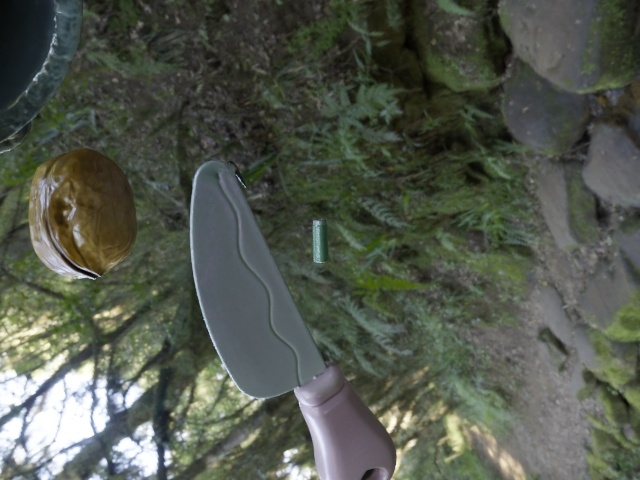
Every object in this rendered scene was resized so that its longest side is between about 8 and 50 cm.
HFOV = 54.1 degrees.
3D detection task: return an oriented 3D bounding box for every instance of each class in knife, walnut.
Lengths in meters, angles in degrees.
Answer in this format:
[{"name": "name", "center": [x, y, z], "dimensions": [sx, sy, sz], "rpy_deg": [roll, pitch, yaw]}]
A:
[{"name": "knife", "center": [-0.026, 0.090, 0.474], "dimensions": [0.043, 0.081, 0.335], "rpy_deg": [33, 155, 57]}, {"name": "walnut", "center": [-0.328, -0.033, 0.863], "dimensions": [0.144, 0.144, 0.180], "rpy_deg": [75, -178, -84]}]

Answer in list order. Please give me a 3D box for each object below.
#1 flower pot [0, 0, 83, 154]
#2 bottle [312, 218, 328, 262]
[{"name": "flower pot", "center": [-0.339, -0.230, 0.485], "dimensions": [0.283, 0.299, 0.299], "rpy_deg": [43, 169, 26]}, {"name": "bottle", "center": [0.000, 0.000, 1.215], "dimensions": [0.030, 0.030, 0.083], "rpy_deg": [-120, 28, -81]}]
